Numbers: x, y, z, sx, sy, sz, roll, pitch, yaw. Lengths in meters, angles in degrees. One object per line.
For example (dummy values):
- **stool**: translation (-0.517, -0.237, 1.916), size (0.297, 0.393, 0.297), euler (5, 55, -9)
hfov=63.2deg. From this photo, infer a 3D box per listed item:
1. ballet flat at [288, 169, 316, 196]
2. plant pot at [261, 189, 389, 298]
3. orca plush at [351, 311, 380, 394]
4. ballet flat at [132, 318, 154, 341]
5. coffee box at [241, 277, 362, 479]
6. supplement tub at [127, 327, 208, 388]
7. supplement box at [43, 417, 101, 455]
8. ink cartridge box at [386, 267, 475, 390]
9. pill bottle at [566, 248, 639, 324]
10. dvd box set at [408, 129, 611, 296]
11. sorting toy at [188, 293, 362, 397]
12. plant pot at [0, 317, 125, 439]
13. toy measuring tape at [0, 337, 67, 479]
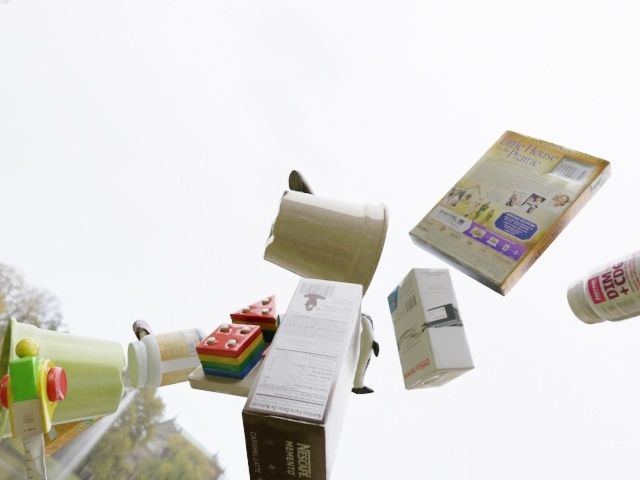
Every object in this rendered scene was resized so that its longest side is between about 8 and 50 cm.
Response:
- **ballet flat**: translation (-0.050, -0.168, 1.901), size (0.084, 0.058, 0.250), euler (-59, -133, 31)
- **plant pot**: translation (0.000, 0.000, 1.555), size (0.305, 0.334, 0.334), euler (18, -33, -7)
- **orca plush**: translation (0.156, 0.373, 1.760), size (0.151, 0.102, 0.287), euler (-8, -85, 35)
- **ballet flat**: translation (-0.603, 0.381, 1.852), size (0.079, 0.077, 0.221), euler (-117, -177, -65)
- **coffee box**: translation (-0.012, 0.180, 0.684), size (0.098, 0.246, 0.141), euler (6, -56, 12)
- **supplement tub**: translation (-0.412, 0.322, 1.423), size (0.144, 0.199, 0.144), euler (8, -80, 57)
- **supplement box**: translation (-0.726, 0.525, 1.520), size (0.080, 0.233, 0.078), euler (48, -11, 22)
- **ink cartridge box**: translation (0.406, 0.339, 1.980), size (0.166, 0.395, 0.285), euler (1, -29, -16)
- **pill bottle**: translation (0.797, 0.121, 1.347), size (0.160, 0.160, 0.283), euler (40, -32, -3)
- **dvd box set**: translation (0.473, -0.089, 1.329), size (0.307, 0.420, 0.062), euler (34, -14, 44)
- **sorting toy**: translation (-0.086, 0.189, 1.004), size (0.257, 0.255, 0.089), euler (0, -68, 27)
- **plant pot**: translation (-0.618, 0.329, 1.243), size (0.254, 0.276, 0.276), euler (9, -17, -34)
- **toy measuring tape**: translation (-0.563, 0.356, 1.038), size (0.121, 0.121, 0.330), euler (-5, -88, 46)
